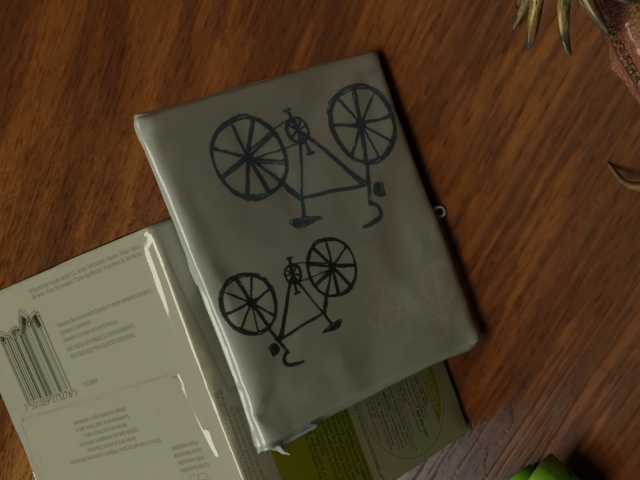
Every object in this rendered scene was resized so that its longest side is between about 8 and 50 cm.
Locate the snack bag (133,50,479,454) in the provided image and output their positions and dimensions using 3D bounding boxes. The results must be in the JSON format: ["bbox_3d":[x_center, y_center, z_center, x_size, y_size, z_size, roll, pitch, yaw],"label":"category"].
[{"bbox_3d":[0.000,0.000,1.431,0.037,0.323,0.342,-20,91,50],"label":"snack bag"}]

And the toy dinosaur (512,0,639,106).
[{"bbox_3d":[0.269,-0.173,1.205,0.295,0.200,0.127,53,133,13],"label":"toy dinosaur"}]

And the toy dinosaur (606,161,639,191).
[{"bbox_3d":[0.328,-0.050,1.274,0.211,0.112,0.064,-9,95,37],"label":"toy dinosaur"}]

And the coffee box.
[{"bbox_3d":[-0.107,0.135,1.570,0.338,0.334,0.338,-19,94,44],"label":"coffee box"}]

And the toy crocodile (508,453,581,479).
[{"bbox_3d":[0.180,0.338,1.544,0.115,0.105,0.340,53,133,15],"label":"toy crocodile"}]
